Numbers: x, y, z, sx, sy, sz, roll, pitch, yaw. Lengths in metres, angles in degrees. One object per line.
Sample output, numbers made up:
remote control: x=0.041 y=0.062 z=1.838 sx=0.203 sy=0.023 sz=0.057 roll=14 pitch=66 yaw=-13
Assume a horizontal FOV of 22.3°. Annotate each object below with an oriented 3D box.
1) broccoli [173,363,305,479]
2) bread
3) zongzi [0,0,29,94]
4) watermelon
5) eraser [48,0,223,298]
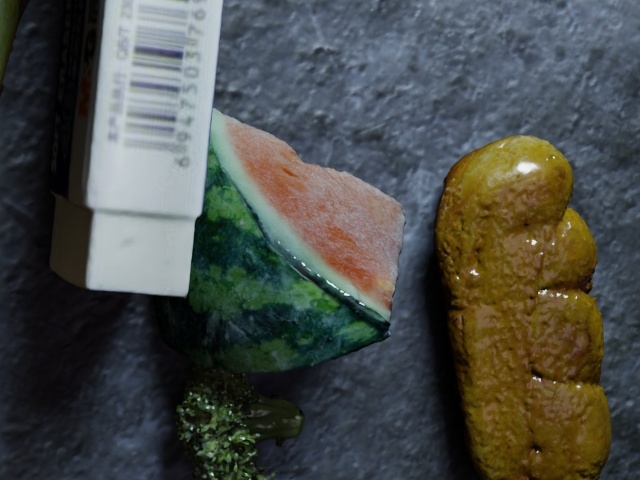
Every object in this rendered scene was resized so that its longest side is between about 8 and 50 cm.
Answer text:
broccoli: x=-0.059 y=0.126 z=1.165 sx=0.092 sy=0.097 sz=0.095 roll=1 pitch=127 yaw=-18
bread: x=0.160 y=0.089 z=1.250 sx=0.124 sy=0.084 sz=0.344 roll=-10 pitch=101 yaw=1
zongzi: x=-0.325 y=-0.218 z=0.980 sx=0.208 sy=0.432 sz=0.403 roll=61 pitch=35 yaw=-37
watermelon: x=-0.013 y=-0.006 z=1.130 sx=0.202 sy=0.207 sz=0.136 roll=-46 pitch=139 yaw=-28
eraser: x=-0.125 y=-0.108 z=1.080 sx=0.081 sy=0.124 sz=0.279 roll=4 pitch=94 yaw=-23
